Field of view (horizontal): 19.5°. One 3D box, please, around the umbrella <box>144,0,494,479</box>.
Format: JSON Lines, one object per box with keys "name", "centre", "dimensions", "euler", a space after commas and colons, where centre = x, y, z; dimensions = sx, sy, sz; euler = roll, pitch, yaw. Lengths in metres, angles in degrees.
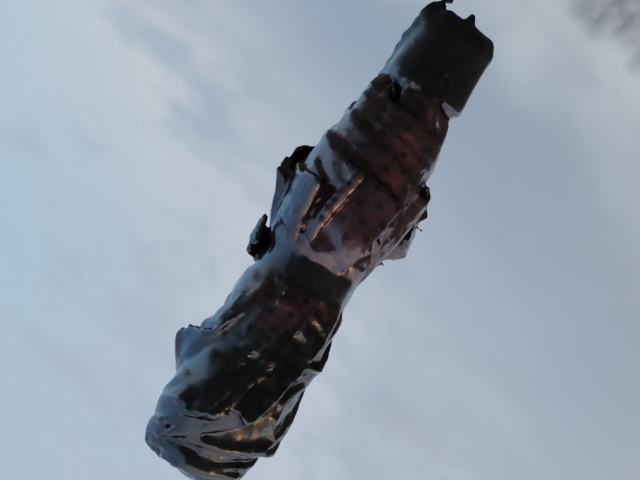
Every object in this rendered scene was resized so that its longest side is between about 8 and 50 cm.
{"name": "umbrella", "centre": [0.000, 0.000, 1.116], "dimensions": [0.094, 0.326, 0.090], "euler": [30, 176, 11]}
